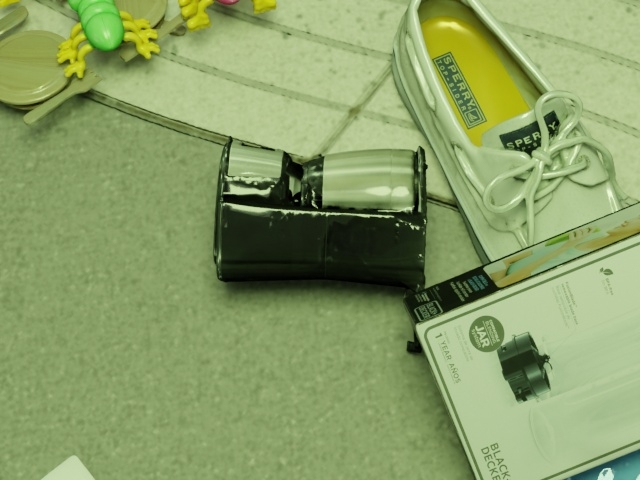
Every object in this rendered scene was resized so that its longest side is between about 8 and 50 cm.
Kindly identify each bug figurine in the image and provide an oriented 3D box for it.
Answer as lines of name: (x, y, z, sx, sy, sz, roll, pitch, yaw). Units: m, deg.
bug figurine: (-0.164, -0.266, 1.313, 0.279, 0.072, 0.216, -20, 56, -10)

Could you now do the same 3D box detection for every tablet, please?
tablet: (-0.201, 0.225, 1.186, 0.054, 0.006, 0.083, -38, 73, -13)

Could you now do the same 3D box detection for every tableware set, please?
tableware set: (-0.224, -0.182, 1.330, 0.194, 0.039, 0.128, -37, 60, -18)

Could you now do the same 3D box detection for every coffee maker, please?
coffee maker: (0.000, 0.000, 1.209, 0.178, 0.120, 0.171, 1, 69, 2)

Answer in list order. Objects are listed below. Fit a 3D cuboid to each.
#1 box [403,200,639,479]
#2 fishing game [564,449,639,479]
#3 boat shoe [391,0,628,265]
box: (0.231, 0.075, 1.134, 0.289, 0.087, 0.169, -23, 102, 2)
fishing game: (0.270, 0.239, 1.143, 0.264, 0.041, 0.189, -12, 70, 12)
boat shoe: (0.179, -0.074, 1.211, 0.135, 0.156, 0.367, -25, 72, -7)
